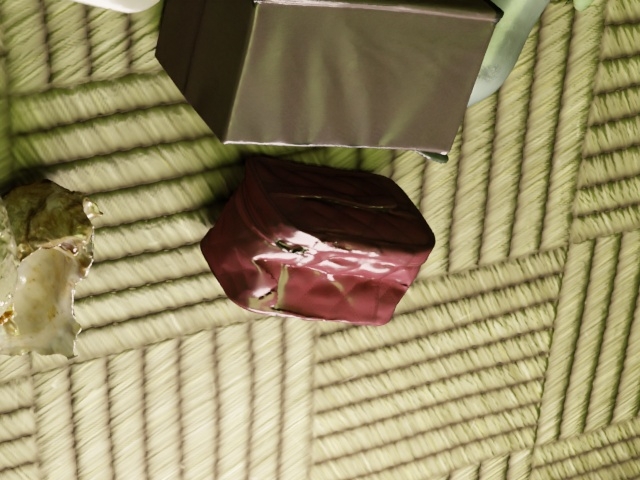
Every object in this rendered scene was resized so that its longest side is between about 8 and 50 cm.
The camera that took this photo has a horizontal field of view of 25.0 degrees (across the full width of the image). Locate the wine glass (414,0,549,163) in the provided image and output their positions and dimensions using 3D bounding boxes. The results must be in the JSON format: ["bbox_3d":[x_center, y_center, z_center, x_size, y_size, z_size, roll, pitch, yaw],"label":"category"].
[{"bbox_3d":[0.148,-0.185,1.474,0.093,0.093,0.202,20,113,-38],"label":"wine glass"}]

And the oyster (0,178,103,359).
[{"bbox_3d":[-0.289,0.029,1.396,0.161,0.107,0.233,8,137,-39],"label":"oyster"}]

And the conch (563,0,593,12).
[{"bbox_3d":[0.293,-0.310,1.482,0.106,0.079,0.170,-17,145,-10],"label":"conch"}]

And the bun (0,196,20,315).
[{"bbox_3d":[-0.398,0.017,1.240,0.259,0.152,0.259,-2,117,-5],"label":"bun"}]

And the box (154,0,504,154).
[{"bbox_3d":[0.000,-0.188,1.328,0.252,0.188,0.153,0,122,-31],"label":"box"}]

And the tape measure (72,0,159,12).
[{"bbox_3d":[-0.195,-0.338,1.154,0.231,0.133,0.271,9,116,-42],"label":"tape measure"}]

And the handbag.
[{"bbox_3d":[0.000,0.000,1.491,0.225,0.146,0.135,10,123,-34],"label":"handbag"}]
